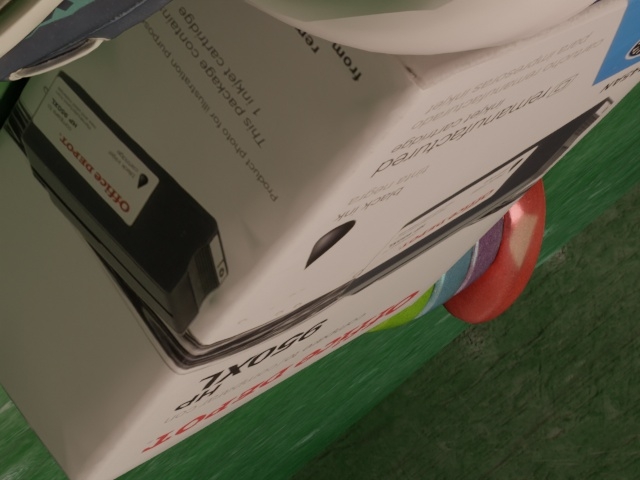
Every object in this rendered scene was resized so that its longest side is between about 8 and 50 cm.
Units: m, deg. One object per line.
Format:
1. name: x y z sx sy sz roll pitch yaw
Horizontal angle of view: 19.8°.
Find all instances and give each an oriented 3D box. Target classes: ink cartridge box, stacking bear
1. ink cartridge box: 0.004 -0.069 0.936 0.285 0.166 0.395 -27 166 -39
2. stacking bear: 0.000 0.000 1.267 0.289 0.175 0.164 -20 163 -34

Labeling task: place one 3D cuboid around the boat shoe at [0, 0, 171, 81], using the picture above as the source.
1. boat shoe: -0.053 -0.136 0.673 0.254 0.095 0.079 -38 167 13

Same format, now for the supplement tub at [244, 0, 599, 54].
1. supplement tub: 0.098 -0.202 0.509 0.316 0.228 0.228 -28 166 -36
